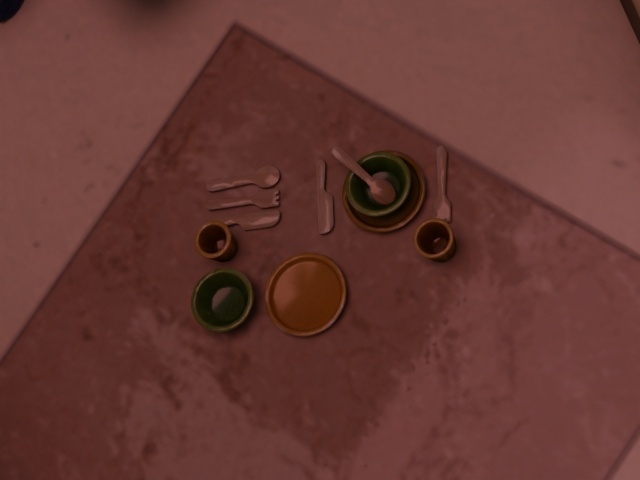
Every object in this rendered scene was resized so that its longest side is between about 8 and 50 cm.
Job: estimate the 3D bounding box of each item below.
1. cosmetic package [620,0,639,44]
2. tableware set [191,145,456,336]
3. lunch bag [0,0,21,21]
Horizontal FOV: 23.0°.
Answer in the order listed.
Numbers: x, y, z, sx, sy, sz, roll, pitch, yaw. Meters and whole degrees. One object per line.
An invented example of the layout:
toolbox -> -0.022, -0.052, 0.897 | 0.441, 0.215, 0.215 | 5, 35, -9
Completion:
cosmetic package -> 0.225, -0.066, 0.742 | 0.113, 0.160, 0.309 | -24, 67, 11
tableware set -> 0.000, 0.000, 0.870 | 0.154, 0.024, 0.104 | -7, 72, 16
lunch bag -> -0.217, -0.187, 0.978 | 0.067, 0.065, 0.098 | 20, 80, 23
